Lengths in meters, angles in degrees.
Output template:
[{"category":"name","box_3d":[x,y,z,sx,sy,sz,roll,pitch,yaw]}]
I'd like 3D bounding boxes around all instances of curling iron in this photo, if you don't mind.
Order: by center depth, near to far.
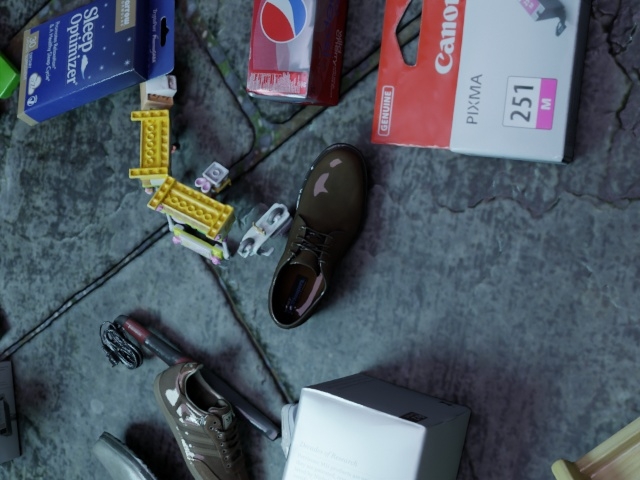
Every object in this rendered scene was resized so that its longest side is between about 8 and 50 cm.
[{"category":"curling iron","box_3d":[-0.163,0.173,1.407,0.274,0.035,0.068,26,122,17]}]

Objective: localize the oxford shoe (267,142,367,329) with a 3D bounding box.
[{"category":"oxford shoe","box_3d":[0.000,0.000,1.285,0.082,0.096,0.227,17,99,0]}]

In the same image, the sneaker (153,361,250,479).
[{"category":"sneaker","box_3d":[-0.130,0.232,1.349,0.071,0.066,0.188,-30,96,35]}]

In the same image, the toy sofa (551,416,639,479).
[{"category":"toy sofa","box_3d":[0.426,0.198,1.089,0.362,0.177,0.150,-42,50,19]}]

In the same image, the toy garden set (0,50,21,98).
[{"category":"toy garden set","box_3d":[-0.532,-0.201,1.565,0.204,0.049,0.244,46,109,16]}]

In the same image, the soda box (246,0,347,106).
[{"category":"soda box","box_3d":[-0.021,-0.291,1.301,0.083,0.092,0.263,7,93,24]}]

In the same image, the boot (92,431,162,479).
[{"category":"boot","box_3d":[-0.240,0.367,1.377,0.161,0.083,0.246,-40,74,-13]}]

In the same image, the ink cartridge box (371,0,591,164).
[{"category":"ink cartridge box","box_3d":[0.170,-0.231,1.234,0.239,0.060,0.275,7,94,23]}]

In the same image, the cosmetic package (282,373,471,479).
[{"category":"cosmetic package","box_3d":[0.057,0.259,1.239,0.151,0.151,0.184,14,95,24]}]

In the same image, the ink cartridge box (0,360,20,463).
[{"category":"ink cartridge box","box_3d":[-0.469,0.236,1.533,0.099,0.056,0.135,-7,88,26]}]

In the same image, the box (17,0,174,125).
[{"category":"box","box_3d":[-0.286,-0.241,1.430,0.225,0.036,0.136,-16,60,23]}]

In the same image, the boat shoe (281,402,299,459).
[{"category":"boat shoe","box_3d":[-0.030,0.244,1.347,0.035,0.035,0.100,-7,92,52]}]

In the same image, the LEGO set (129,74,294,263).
[{"category":"LEGO set","box_3d":[-0.164,-0.071,1.387,0.132,0.107,0.287,-36,68,-15]}]
